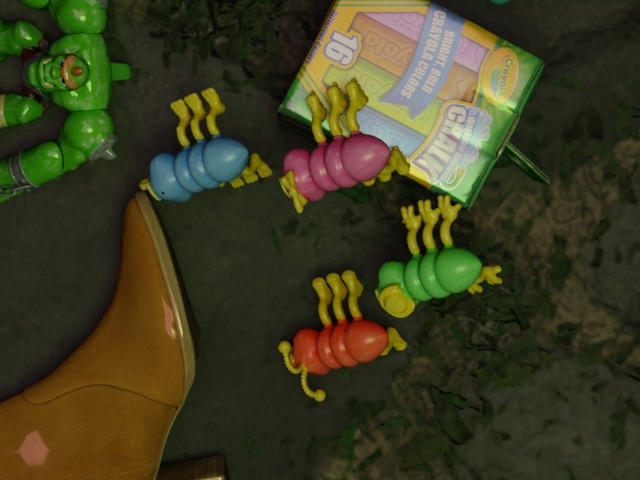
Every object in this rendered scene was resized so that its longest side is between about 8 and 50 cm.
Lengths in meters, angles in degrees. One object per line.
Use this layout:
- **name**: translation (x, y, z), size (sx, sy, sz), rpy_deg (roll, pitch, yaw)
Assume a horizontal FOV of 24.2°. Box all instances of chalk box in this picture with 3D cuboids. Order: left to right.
- **chalk box**: translation (0.089, -0.107, 1.170), size (0.213, 0.132, 0.132), rpy_deg (27, 91, -3)

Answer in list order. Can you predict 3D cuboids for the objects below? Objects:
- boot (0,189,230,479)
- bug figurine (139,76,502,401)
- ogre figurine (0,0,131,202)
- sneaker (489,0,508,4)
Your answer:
- **boot**: translation (-0.196, 0.121, 1.184), size (0.211, 0.104, 0.295), rpy_deg (-11, 96, -1)
- **bug figurine**: translation (0.000, 0.000, 1.125), size (0.216, 0.072, 0.279), rpy_deg (-21, 118, 35)
- **ogre figurine**: translation (-0.220, -0.134, 1.184), size (0.118, 0.097, 0.197), rpy_deg (-2, 76, 16)
- **sneaker**: translation (0.251, -0.256, 1.200), size (0.275, 0.107, 0.110), rpy_deg (-9, 112, 3)
